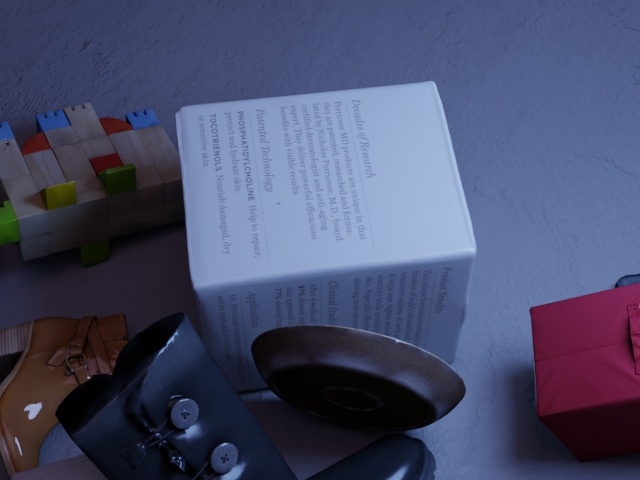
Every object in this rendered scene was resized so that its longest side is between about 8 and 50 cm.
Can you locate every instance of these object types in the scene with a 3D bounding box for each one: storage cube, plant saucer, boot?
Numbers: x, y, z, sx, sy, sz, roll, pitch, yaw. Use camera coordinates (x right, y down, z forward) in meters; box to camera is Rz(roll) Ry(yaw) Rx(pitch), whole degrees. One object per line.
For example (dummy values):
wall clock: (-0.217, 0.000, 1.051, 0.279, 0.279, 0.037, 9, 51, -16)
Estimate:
storage cube: (0.430, 0.195, 1.668, 0.193, 0.215, 0.183, -15, 54, 25)
plant saucer: (0.048, 0.205, 1.626, 0.310, 0.310, 0.050, 11, 65, 7)
boot: (-0.081, 0.268, 1.529, 0.445, 0.146, 0.367, 51, 62, -17)
boot: (-0.381, 0.237, 1.739, 0.220, 0.109, 0.283, -8, 50, -10)

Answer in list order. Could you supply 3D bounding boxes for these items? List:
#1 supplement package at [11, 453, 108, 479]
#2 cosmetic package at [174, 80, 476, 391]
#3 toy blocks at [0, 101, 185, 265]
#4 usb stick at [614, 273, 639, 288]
supplement package: (-0.291, 0.452, 1.541, 0.175, 0.177, 0.293, -15, 57, -10)
cosmetic package: (0.000, 0.000, 1.746, 0.394, 0.329, 0.327, -7, 56, -5)
toy blocks: (-0.397, -0.121, 1.931, 0.381, 0.191, 0.261, -15, 49, -21)
usb stick: (0.517, 0.176, 1.800, 0.077, 0.045, 0.278, -1, 57, 1)
